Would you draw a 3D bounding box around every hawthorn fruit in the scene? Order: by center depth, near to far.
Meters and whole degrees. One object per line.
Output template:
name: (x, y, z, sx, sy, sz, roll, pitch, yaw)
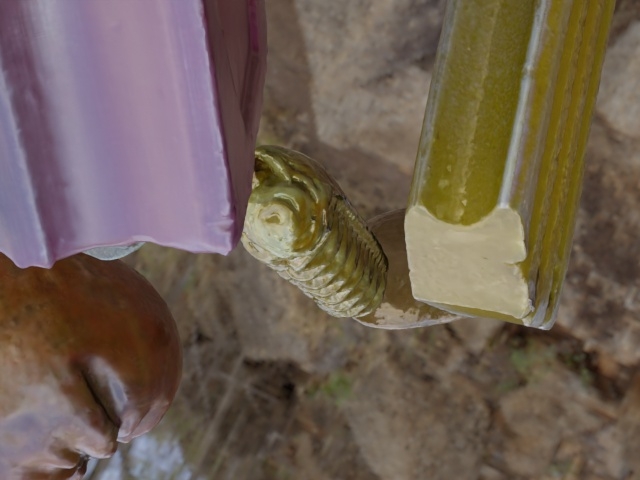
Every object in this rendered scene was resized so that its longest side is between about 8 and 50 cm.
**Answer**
hawthorn fruit: (-0.297, 0.101, 1.375, 0.298, 0.277, 0.277, 55, -177, 12)

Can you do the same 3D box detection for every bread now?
bread: (-0.001, 0.001, 1.050, 0.084, 0.077, 0.367, 54, -177, 14)

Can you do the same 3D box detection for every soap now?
soap: (-0.107, -0.194, 0.622, 0.128, 0.359, 0.233, -3, -143, 4)
soap: (0.110, -0.072, 0.772, 0.073, 0.232, 0.140, 10, 175, 24)

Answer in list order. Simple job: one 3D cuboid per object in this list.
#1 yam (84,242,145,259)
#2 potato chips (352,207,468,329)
yam: (-0.143, -0.072, 1.102, 0.107, 0.183, 0.107, 10, 133, 11)
potato chips: (0.100, 0.014, 1.461, 0.208, 0.195, 0.062, 22, 142, 38)
